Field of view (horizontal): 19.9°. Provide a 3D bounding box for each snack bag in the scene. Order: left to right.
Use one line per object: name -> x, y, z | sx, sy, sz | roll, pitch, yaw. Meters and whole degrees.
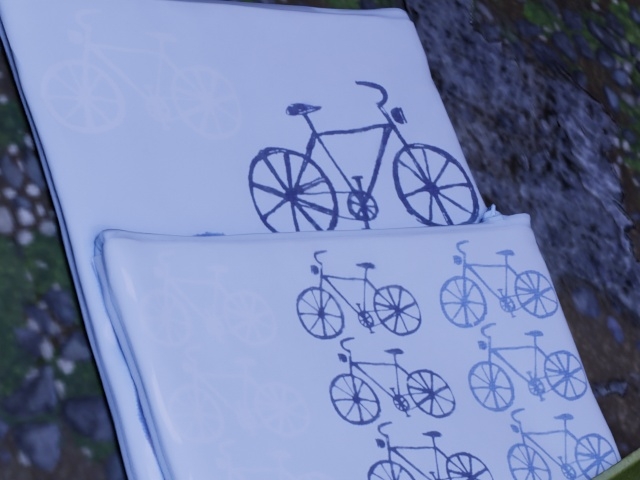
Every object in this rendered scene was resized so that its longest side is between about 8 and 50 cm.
snack bag -> 0.000, 0.000, 0.998 | 0.323, 0.037, 0.342 | -2, 63, -40

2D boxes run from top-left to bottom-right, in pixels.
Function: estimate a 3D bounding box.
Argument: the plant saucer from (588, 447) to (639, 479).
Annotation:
plant saucer -> 0.187, 0.211, 0.960 | 0.188, 0.045, 0.188 | 56, 30, 12
